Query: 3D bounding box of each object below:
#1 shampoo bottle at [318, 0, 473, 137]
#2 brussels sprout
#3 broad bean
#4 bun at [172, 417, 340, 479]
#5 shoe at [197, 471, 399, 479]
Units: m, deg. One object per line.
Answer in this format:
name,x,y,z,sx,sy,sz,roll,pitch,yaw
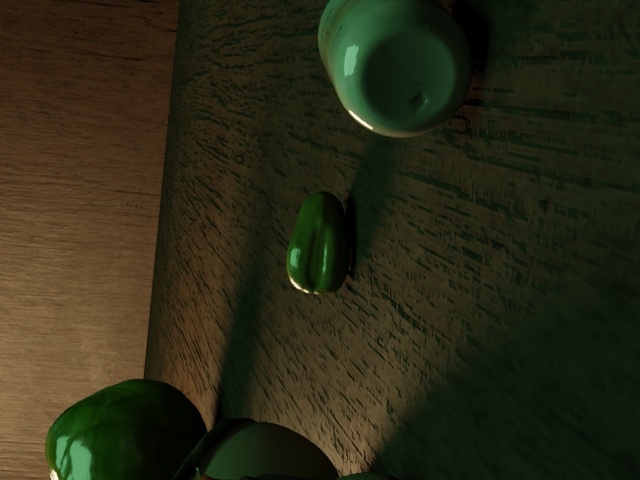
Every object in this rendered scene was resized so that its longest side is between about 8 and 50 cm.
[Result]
shampoo bottle,0.033,-0.117,0.823,0.192,0.074,0.074,-109,26,-67
brussels sprout,-0.226,0.283,1.741,0.244,0.244,0.244,-175,90,-80
broad bean,0.000,0.000,1.051,0.083,0.045,0.063,-84,-5,-45
bun,-0.040,0.207,0.934,0.173,0.120,0.173,-57,-15,-24
shoe,-0.065,0.276,0.803,0.132,0.171,0.336,-123,48,-78
